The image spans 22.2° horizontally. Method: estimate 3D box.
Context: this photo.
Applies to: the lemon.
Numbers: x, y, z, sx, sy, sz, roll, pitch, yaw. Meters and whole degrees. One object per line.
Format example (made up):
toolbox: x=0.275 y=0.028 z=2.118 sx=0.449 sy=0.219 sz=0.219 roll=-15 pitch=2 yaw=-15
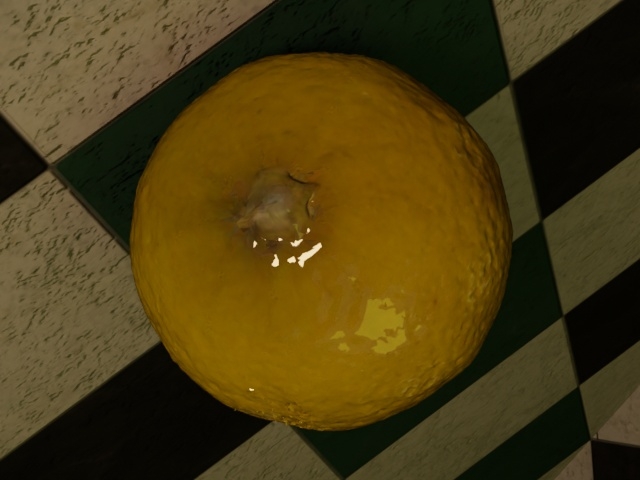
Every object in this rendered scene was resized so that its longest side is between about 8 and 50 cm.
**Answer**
lemon: x=0.001 y=0.000 z=1.149 sx=0.293 sy=0.293 sz=0.293 roll=-31 pitch=156 yaw=-15
